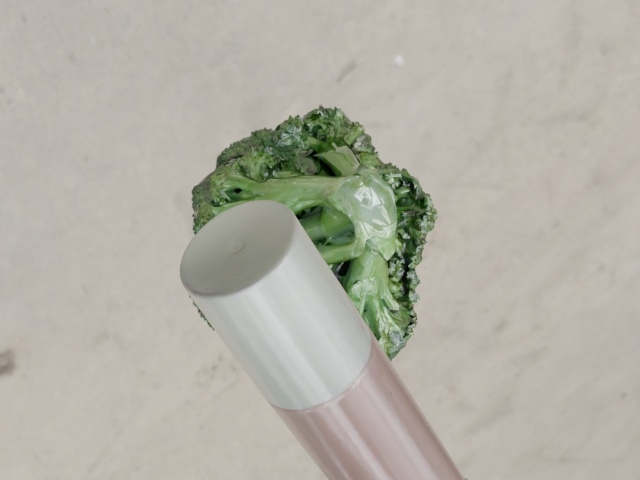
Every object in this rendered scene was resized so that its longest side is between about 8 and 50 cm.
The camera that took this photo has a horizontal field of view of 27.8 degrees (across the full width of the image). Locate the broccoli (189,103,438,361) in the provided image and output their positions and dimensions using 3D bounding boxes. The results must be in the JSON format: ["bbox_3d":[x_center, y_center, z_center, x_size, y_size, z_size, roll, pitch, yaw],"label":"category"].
[{"bbox_3d":[0.000,0.000,1.436,0.308,0.307,0.275,-13,179,-29],"label":"broccoli"}]

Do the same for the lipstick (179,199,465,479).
[{"bbox_3d":[0.011,0.087,0.736,0.070,0.070,0.254,-35,128,-3],"label":"lipstick"}]

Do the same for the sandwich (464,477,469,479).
[{"bbox_3d":[0.190,0.466,1.772,0.063,0.245,0.212,-12,161,-32],"label":"sandwich"}]
